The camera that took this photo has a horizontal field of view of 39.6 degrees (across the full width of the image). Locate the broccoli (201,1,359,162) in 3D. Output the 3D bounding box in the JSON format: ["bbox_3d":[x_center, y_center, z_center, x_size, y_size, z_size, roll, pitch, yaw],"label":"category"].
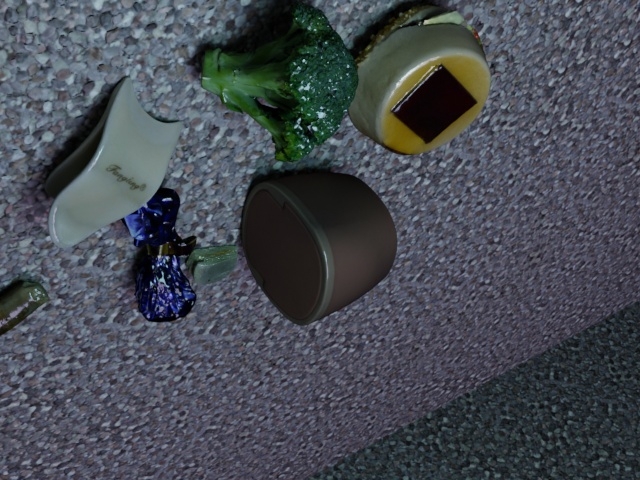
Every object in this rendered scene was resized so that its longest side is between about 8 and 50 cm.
[{"bbox_3d":[-0.068,-0.283,1.500,0.269,0.269,0.254,-18,138,-25],"label":"broccoli"}]

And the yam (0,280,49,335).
[{"bbox_3d":[-0.651,0.175,1.653,0.317,0.071,0.067,-33,110,-3],"label":"yam"}]

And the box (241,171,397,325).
[{"bbox_3d":[0.000,0.000,1.834,0.216,0.301,0.301,-21,144,-35],"label":"box"}]

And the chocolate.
[{"bbox_3d":[-0.310,0.003,1.712,0.148,0.126,0.343,-14,135,-16],"label":"chocolate"}]

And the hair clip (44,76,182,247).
[{"bbox_3d":[-0.362,-0.116,1.510,0.282,0.113,0.172,-40,147,5],"label":"hair clip"}]

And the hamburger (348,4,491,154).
[{"bbox_3d":[0.185,-0.305,1.717,0.302,0.170,0.302,-20,143,-15],"label":"hamburger"}]

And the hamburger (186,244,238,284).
[{"bbox_3d":[-0.229,0.057,1.898,0.121,0.054,0.084,-16,140,-39],"label":"hamburger"}]
